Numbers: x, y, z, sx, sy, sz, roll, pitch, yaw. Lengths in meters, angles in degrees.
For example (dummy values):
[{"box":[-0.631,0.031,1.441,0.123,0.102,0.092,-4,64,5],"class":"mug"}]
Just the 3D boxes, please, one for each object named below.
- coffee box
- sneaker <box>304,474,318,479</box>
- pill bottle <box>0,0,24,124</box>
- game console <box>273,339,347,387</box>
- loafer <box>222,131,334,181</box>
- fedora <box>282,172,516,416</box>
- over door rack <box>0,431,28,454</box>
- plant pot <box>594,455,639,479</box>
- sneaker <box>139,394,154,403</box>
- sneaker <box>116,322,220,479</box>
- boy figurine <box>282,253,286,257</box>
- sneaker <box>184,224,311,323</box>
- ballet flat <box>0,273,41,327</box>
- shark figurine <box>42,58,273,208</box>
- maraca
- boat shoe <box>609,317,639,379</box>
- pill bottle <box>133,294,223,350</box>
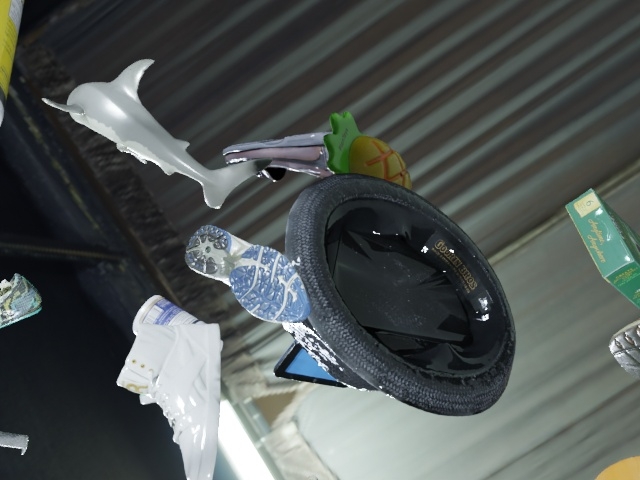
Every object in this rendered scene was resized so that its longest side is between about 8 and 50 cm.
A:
[{"box":[0.362,0.024,1.017,0.184,0.040,0.113,30,-147,-44],"class":"coffee box"},{"box":[-0.019,0.289,0.947,0.037,0.083,0.032,48,-139,12],"class":"sneaker"},{"box":[-0.337,-0.204,0.787,0.119,0.119,0.208,41,-137,-56],"class":"pill bottle"},{"box":[0.091,0.247,1.855,0.250,0.173,0.293,7,172,39],"class":"game console"},{"box":[-0.084,-0.156,1.720,0.109,0.302,0.095,-11,-84,-47],"class":"loafer"},{"box":[0.069,0.083,1.021,0.334,0.152,0.334,23,-133,-27],"class":"fedora"},{"box":[-0.546,0.434,1.236,0.108,0.324,0.239,24,-136,-33],"class":"over door rack"},{"box":[0.392,0.357,0.988,0.205,0.205,0.188,52,-164,-19],"class":"plant pot"},{"box":[-0.353,0.285,1.936,0.256,0.094,0.151,144,119,-62],"class":"sneaker"},{"box":[-0.251,0.265,1.417,0.108,0.169,0.292,112,157,-47],"class":"sneaker"},{"box":[0.000,0.000,1.675,0.092,0.177,0.285,28,154,-7],"class":"boy figurine"},{"box":[-0.048,0.028,0.702,0.135,0.052,0.058,33,-177,39],"class":"sneaker"},{"box":[-0.452,0.101,1.095,0.070,0.188,0.070,50,159,28],"class":"ballet flat"},{"box":[-0.204,-0.149,1.022,0.278,0.116,0.166,30,180,18],"class":"shark figurine"},{"box":[0.060,-0.092,1.166,0.186,0.099,0.127,50,-142,-35],"class":"maraca"},{"box":[0.544,0.110,1.158,0.120,0.324,0.122,-39,-85,-36],"class":"boat shoe"},{"box":[-0.285,0.190,1.742,0.169,0.094,0.094,30,-176,14],"class":"pill bottle"}]
